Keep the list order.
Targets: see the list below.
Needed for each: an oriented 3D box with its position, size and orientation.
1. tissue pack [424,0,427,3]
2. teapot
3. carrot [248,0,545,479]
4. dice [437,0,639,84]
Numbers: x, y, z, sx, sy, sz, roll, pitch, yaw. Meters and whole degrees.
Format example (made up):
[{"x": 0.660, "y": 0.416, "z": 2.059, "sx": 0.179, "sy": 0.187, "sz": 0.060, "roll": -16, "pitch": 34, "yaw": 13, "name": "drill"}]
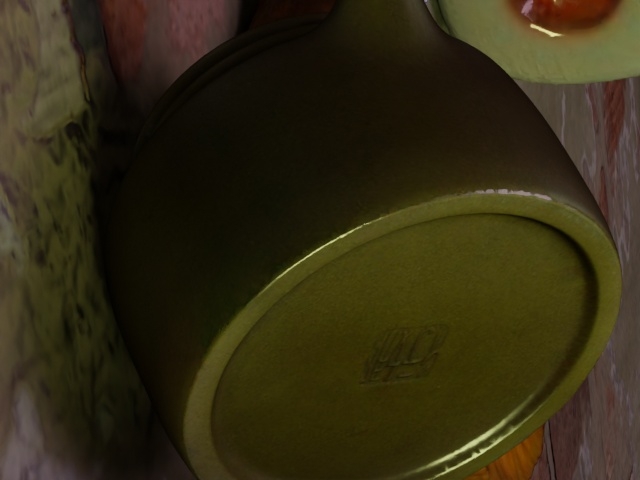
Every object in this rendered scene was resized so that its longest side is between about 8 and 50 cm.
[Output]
[{"x": 0.048, "y": -0.214, "z": 1.025, "sx": 0.155, "sy": 0.065, "sz": 0.115, "roll": -62, "pitch": 144, "yaw": -59, "name": "tissue pack"}, {"x": 0.000, "y": 0.000, "z": 0.700, "sx": 0.175, "sy": 0.185, "sz": 0.267, "roll": -115, "pitch": -146, "yaw": -41, "name": "teapot"}, {"x": 0.040, "y": -0.006, "z": 0.919, "sx": 0.258, "sy": 0.100, "sz": 0.307, "roll": -73, "pitch": 151, "yaw": -55, "name": "carrot"}, {"x": 0.183, "y": -0.237, "z": 1.242, "sx": 0.193, "sy": 0.194, "sz": 0.192, "roll": 67, "pitch": 25, "yaw": -42, "name": "dice"}]
